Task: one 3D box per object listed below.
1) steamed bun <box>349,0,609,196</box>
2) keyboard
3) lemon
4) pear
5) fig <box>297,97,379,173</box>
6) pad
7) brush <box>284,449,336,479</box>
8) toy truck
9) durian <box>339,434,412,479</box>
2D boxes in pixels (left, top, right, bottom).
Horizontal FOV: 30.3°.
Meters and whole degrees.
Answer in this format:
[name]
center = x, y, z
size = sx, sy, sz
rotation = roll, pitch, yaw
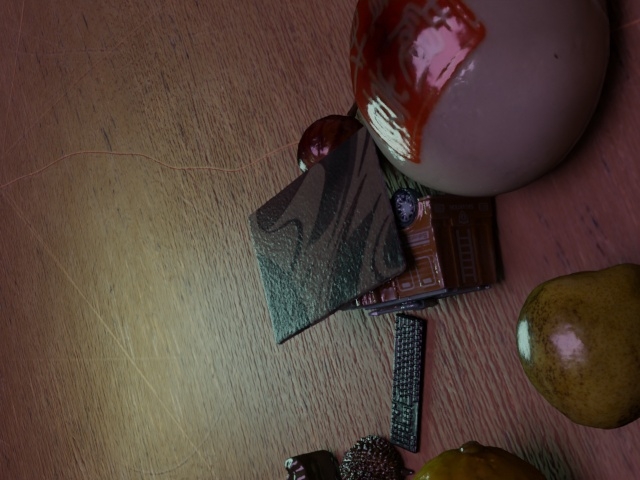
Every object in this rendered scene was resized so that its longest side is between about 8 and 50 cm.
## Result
[steamed bun]
center = 0.174, -0.239, 1.503
size = 0.374, 0.241, 0.375
rotation = 12, 105, 54
[keyboard]
center = 0.130, 0.214, 1.776
size = 0.061, 0.013, 0.205
rotation = 13, 103, 52
[lemon]
center = 0.207, 0.396, 1.513
size = 0.236, 0.235, 0.263
rotation = 30, 106, 47
[pear]
center = 0.326, 0.124, 1.372
size = 0.197, 0.197, 0.197
rotation = 6, 98, 52
[fig]
center = 0.023, -0.145, 1.796
size = 0.128, 0.128, 0.150
rotation = -33, 68, 49
[pad]
center = 0.000, 0.000, 1.712
size = 0.330, 0.004, 0.220
rotation = -35, 63, 48
[brush]
center = 0.012, 0.491, 1.914
size = 0.071, 0.084, 0.301
rotation = -16, 85, 56
[toy truck]
center = 0.108, 0.023, 1.689
size = 0.305, 0.136, 0.162
rotation = -16, 80, 52
[durian]
center = 0.076, 0.358, 1.816
size = 0.140, 0.071, 0.111
rotation = -11, 84, 47
